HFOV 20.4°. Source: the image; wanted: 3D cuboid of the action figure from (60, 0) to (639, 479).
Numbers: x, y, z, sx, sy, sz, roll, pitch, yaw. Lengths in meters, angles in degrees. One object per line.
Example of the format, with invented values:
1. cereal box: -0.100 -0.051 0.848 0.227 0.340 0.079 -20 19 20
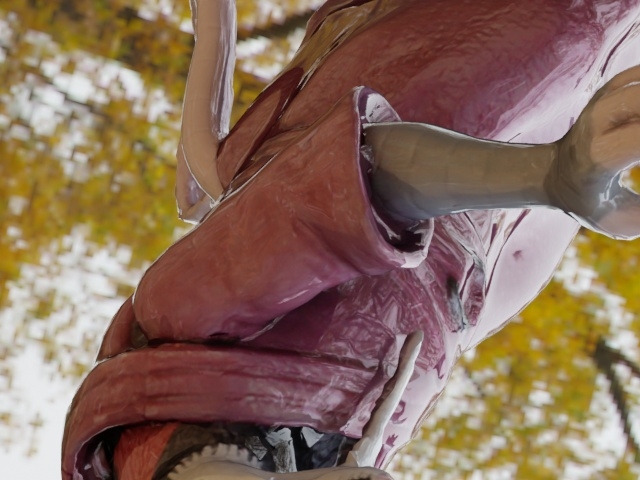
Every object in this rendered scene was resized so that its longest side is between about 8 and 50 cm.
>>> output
1. action figure: 0.000 0.000 0.581 0.370 0.276 0.248 -52 151 -50
